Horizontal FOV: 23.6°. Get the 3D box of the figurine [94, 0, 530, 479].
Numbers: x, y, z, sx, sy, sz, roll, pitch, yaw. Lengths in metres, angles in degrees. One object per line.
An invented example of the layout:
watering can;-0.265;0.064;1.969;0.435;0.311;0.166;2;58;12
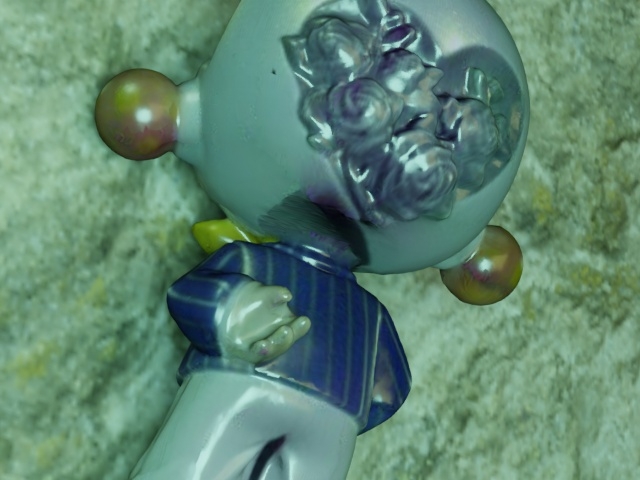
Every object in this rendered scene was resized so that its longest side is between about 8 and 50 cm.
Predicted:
figurine;-0.010;-0.001;0.623;0.194;0.133;0.274;45;69;-12
